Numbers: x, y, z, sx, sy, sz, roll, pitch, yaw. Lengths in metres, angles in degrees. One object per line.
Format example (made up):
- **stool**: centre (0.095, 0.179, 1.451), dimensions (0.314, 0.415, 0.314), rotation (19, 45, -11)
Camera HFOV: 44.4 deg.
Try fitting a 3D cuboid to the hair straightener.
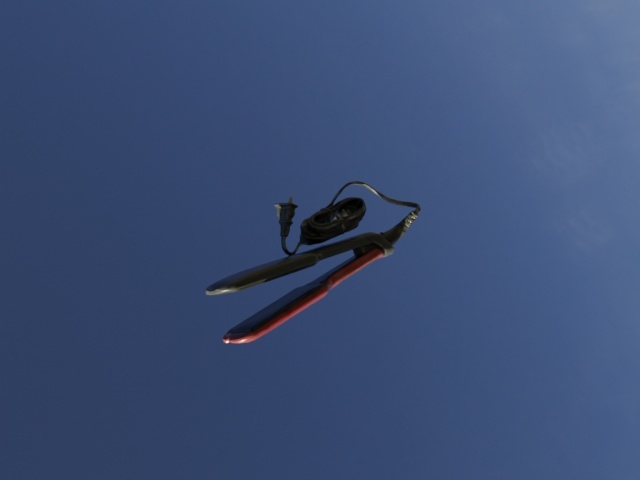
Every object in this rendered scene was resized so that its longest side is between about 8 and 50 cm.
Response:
- **hair straightener**: centre (0.000, 0.000, 0.663), dimensions (0.230, 0.047, 0.089), rotation (-27, -80, -34)
